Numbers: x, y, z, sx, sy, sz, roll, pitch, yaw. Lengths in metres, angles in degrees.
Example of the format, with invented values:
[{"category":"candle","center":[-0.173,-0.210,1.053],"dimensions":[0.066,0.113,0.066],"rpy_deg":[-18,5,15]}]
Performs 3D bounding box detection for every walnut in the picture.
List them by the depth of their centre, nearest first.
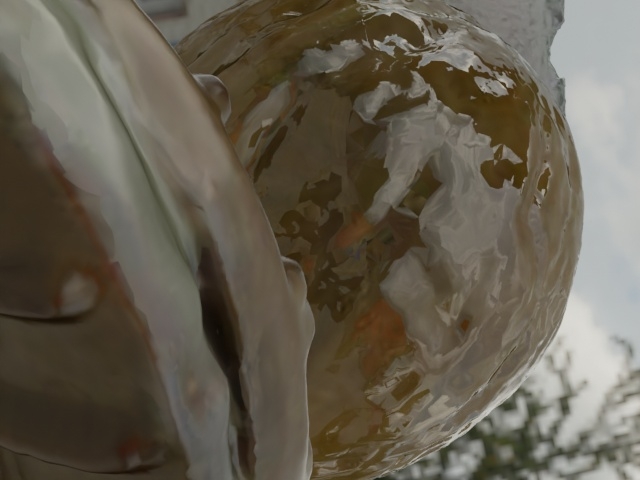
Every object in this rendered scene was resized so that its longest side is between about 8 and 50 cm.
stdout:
[{"category":"walnut","center":[0.000,0.000,1.093],"dimensions":[0.333,0.333,0.332],"rpy_deg":[169,-90,-81]}]

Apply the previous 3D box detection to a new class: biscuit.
[{"category":"biscuit","center":[-0.145,0.001,0.559],"dimensions":[0.332,0.103,0.332],"rpy_deg":[26,-42,27]}]

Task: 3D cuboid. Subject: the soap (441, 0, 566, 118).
[{"category":"soap","center":[0.119,-0.148,1.400],"dimensions":[0.302,0.159,0.257],"rpy_deg":[-107,-153,-52]}]
